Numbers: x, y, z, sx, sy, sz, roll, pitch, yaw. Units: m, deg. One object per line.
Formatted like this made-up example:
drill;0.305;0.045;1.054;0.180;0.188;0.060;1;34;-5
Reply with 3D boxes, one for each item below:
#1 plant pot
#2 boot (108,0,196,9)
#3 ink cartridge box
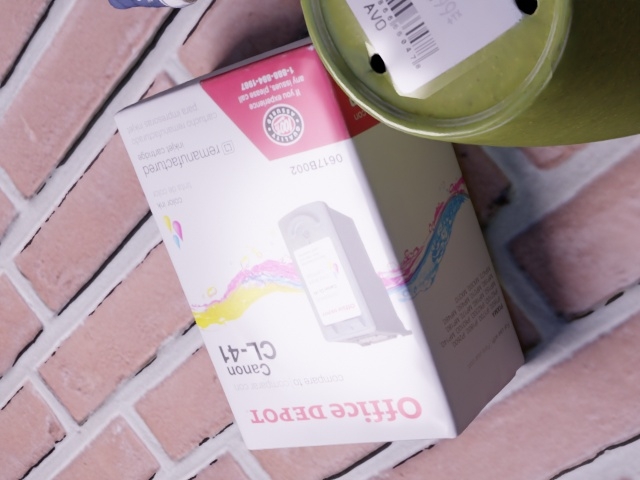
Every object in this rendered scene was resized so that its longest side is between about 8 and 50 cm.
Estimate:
plant pot;0.125;-0.158;0.577;0.274;0.293;0.275;16;120;29
boot;-0.160;-0.279;0.875;0.086;0.069;0.190;2;114;32
ink cartridge box;0.000;0.000;0.855;0.226;0.131;0.306;-12;103;39
